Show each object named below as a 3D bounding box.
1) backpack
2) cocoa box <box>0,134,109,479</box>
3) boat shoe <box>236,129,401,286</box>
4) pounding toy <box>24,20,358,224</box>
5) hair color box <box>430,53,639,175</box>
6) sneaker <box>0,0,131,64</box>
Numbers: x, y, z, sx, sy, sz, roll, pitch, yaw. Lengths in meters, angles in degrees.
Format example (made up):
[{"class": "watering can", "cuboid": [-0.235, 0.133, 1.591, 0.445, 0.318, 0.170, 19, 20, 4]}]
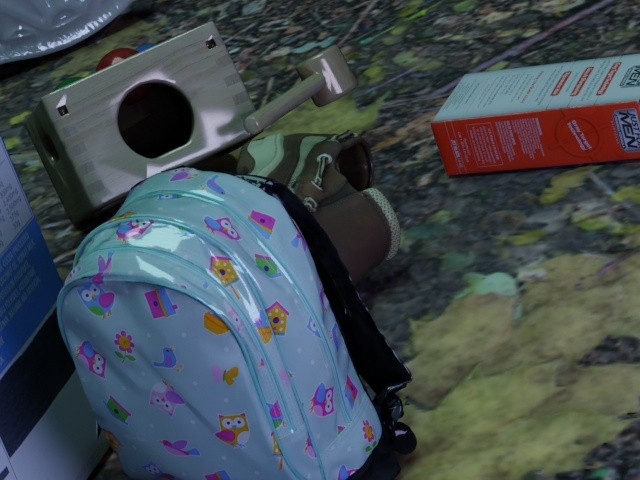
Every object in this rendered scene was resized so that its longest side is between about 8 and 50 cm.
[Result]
[{"class": "backpack", "cuboid": [-0.048, 0.056, 0.963, 0.152, 0.182, 0.115, -6, 29, 23]}, {"class": "cocoa box", "cuboid": [-0.330, 0.080, 1.052, 0.347, 0.228, 0.231, -6, 29, 25]}, {"class": "boat shoe", "cuboid": [-0.002, -0.007, 1.163, 0.095, 0.095, 0.257, -10, 26, 5]}, {"class": "pounding toy", "cuboid": [-0.084, -0.101, 1.324, 0.206, 0.094, 0.181, -26, 2, -14]}, {"class": "hair color box", "cuboid": [0.150, -0.081, 1.258, 0.141, 0.043, 0.072, -5, 29, 29]}, {"class": "sneaker", "cuboid": [-0.328, -0.235, 1.777, 0.323, 0.130, 0.236, -29, 32, -7]}]
